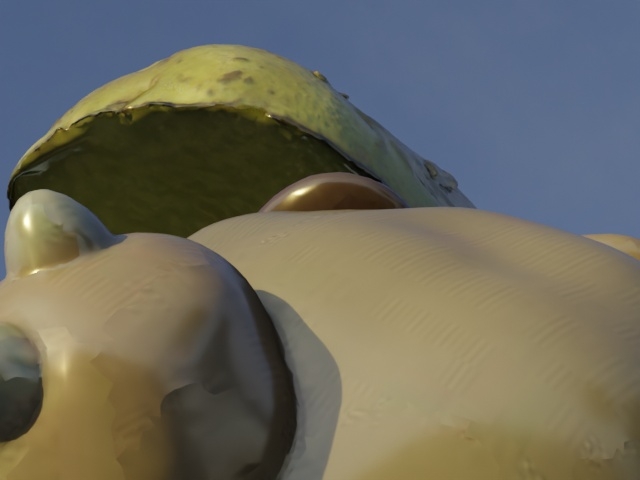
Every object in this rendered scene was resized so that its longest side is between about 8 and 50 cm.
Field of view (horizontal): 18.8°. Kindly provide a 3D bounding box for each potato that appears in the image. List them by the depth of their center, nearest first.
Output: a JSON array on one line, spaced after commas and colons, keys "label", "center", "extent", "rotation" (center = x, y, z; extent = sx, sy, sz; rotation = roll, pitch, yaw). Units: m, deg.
[{"label": "potato", "center": [0.000, 0.000, 0.860], "extent": [0.160, 0.111, 0.271], "rotation": [-27, -57, 31]}]

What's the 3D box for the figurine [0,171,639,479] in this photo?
[{"label": "figurine", "center": [0.048, 0.092, 0.480], "extent": [0.203, 0.380, 0.248], "rotation": [10, -75, 32]}]
